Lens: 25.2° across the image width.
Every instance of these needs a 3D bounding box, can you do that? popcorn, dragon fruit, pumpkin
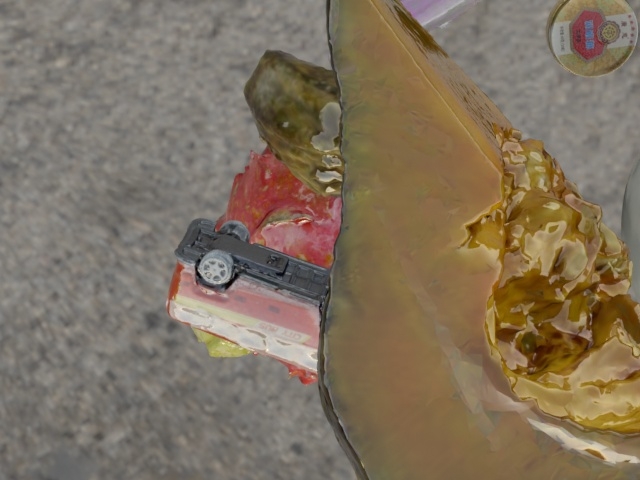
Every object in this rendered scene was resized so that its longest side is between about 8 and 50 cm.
[{"bbox_3d":[-0.112,0.094,1.812,0.121,0.116,0.106,9,130,-2],"label":"popcorn"},{"bbox_3d":[0.000,0.000,1.309,0.210,0.205,0.268,-4,81,-27],"label":"dragon fruit"},{"bbox_3d":[0.045,0.022,0.524,0.126,0.131,0.248,-37,89,19],"label":"pumpkin"}]

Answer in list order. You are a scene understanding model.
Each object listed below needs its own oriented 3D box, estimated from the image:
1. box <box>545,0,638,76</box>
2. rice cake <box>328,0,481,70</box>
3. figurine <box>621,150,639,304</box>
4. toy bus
[{"bbox_3d":[0.317,-0.244,1.674,0.106,0.037,0.105,-2,110,-5],"label":"box"},{"bbox_3d":[0.119,-0.237,1.358,0.270,0.049,0.055,-30,131,3],"label":"rice cake"},{"bbox_3d":[0.343,-0.076,0.760,0.227,0.394,0.274,21,51,-43],"label":"figurine"},{"bbox_3d":[-0.033,0.048,1.112,0.174,0.079,0.077,21,114,0],"label":"toy bus"}]
